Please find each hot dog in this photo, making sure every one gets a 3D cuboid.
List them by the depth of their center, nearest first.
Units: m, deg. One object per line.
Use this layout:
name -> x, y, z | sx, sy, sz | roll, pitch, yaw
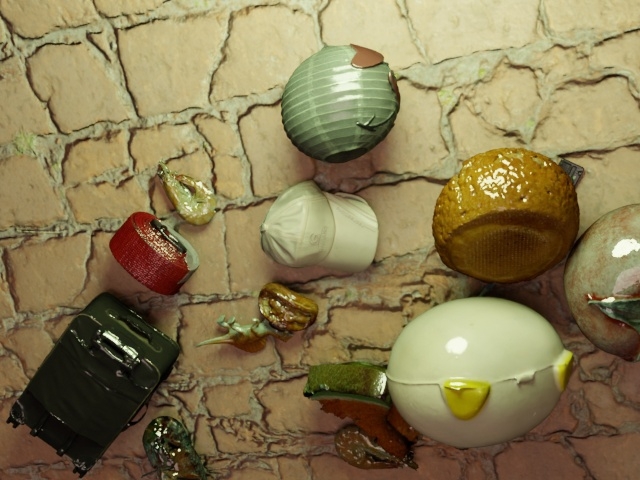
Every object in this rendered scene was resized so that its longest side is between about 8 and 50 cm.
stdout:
hot dog -> -0.077, 0.153, 1.852 | 0.147, 0.065, 0.099 | 27, 121, -1

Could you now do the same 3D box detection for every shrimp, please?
shrimp -> -0.309, -0.113, 1.818 | 0.099, 0.041, 0.180 | -33, 99, 20
shrimp -> 0.137, 0.519, 1.946 | 0.217, 0.051, 0.115 | 17, 119, 5
shrimp -> -0.373, 0.623, 2.064 | 0.172, 0.137, 0.372 | 0, 105, 51

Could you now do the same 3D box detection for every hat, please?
hat -> 0.000, 0.000, 1.742 | 0.226, 0.164, 0.219 | 24, 116, 26

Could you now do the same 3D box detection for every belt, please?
belt -> -0.376, 0.024, 1.836 | 0.201, 0.128, 0.124 | 42, 114, -3

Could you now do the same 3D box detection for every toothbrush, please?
toothbrush -> 0.384, 0.091, 1.752 | 0.019, 0.016, 0.219 | 32, 113, -2

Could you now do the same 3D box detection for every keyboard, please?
keyboard -> 0.491, -0.094, 1.665 | 0.053, 0.010, 0.155 | 26, 113, 3

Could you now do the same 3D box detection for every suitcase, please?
suitcase -> -0.549, 0.351, 1.956 | 0.283, 0.194, 0.434 | 38, 113, -3

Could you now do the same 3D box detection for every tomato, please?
tomato -> 0.635, 0.082, 1.547 | 0.317, 0.282, 0.316 | 4, 123, 6

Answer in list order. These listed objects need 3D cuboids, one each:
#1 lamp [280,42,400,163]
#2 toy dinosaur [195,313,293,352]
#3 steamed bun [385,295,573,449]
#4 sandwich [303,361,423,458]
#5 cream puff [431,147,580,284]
lamp -> 0.038, -0.276, 1.576 | 0.233, 0.265, 0.233 | 3, 82, -18
toy dinosaur -> -0.183, 0.230, 1.919 | 0.212, 0.057, 0.142 | -33, 120, 32
steamed bun -> 0.323, 0.269, 1.650 | 0.374, 0.334, 0.333 | -12, 111, -23
sandwich -> 0.137, 0.372, 1.843 | 0.250, 0.162, 0.301 | -11, 128, 48
cream puff -> 0.369, -0.059, 1.588 | 0.303, 0.212, 0.303 | 5, 143, 4
